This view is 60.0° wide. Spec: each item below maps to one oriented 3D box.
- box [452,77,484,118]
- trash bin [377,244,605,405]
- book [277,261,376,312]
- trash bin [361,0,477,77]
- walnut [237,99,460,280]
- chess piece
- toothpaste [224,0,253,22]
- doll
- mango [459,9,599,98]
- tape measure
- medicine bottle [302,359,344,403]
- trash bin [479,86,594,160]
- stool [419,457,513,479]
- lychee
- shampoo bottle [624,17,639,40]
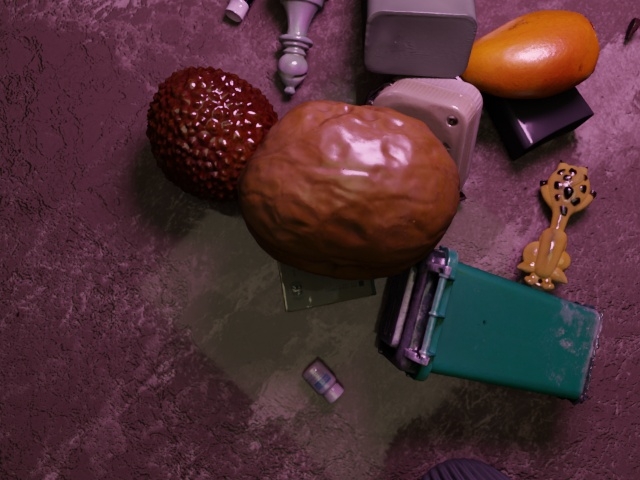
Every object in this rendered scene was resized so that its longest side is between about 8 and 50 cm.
[{"bbox_3d":[0.298,-0.301,1.226,0.062,0.089,0.122,-40,85,9],"label":"box"},{"bbox_3d":[0.328,0.168,1.094,0.381,0.295,0.259,14,86,-3],"label":"trash bin"},{"bbox_3d":[0.000,0.000,1.217,0.214,0.025,0.283,-10,84,-14],"label":"book"},{"bbox_3d":[0.190,-0.492,1.121,0.222,0.158,0.344,4,50,2],"label":"trash bin"},{"bbox_3d":[0.050,-0.083,0.993,0.397,0.354,0.308,6,97,-1],"label":"walnut"},{"bbox_3d":[-0.051,-0.461,1.237,0.139,0.139,0.272,7,96,2],"label":"chess piece"},{"bbox_3d":[-0.161,-0.599,1.284,0.071,0.045,0.194,26,81,3],"label":"toothpaste"},{"bbox_3d":[0.510,-0.033,1.194,0.117,0.086,0.291,16,81,22],"label":"doll"},{"bbox_3d":[0.402,-0.360,1.099,0.257,0.138,0.187,-21,68,-4],"label":"mango"},{"bbox_3d":[0.198,-0.202,1.154,0.231,0.271,0.133,21,54,24],"label":"tape measure"},{"bbox_3d":[0.005,0.306,1.198,0.052,0.052,0.089,-43,86,-2],"label":"medicine bottle"},{"bbox_3d":[0.449,-0.318,1.213,0.165,0.115,0.226,-27,81,0],"label":"trash bin"},{"bbox_3d":[0.304,0.578,1.030,0.297,0.330,0.297,0,85,1],"label":"stool"},{"bbox_3d":[-0.217,-0.212,1.144,0.275,0.304,0.276,-9,47,9],"label":"lychee"},{"bbox_3d":[0.803,-0.441,1.233,0.236,0.067,0.068,20,76,3],"label":"shampoo bottle"}]
